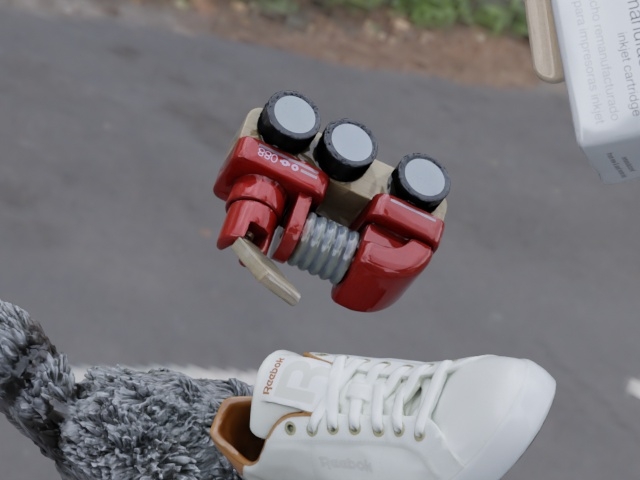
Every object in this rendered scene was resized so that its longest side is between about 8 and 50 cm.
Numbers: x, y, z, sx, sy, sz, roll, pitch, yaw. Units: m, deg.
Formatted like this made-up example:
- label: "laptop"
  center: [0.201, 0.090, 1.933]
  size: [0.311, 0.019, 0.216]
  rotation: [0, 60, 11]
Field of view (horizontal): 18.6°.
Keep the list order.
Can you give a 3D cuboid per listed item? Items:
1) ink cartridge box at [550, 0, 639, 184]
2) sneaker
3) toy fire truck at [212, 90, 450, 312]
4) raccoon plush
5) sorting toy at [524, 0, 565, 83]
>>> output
- label: "ink cartridge box"
  center: [0.301, -0.179, 1.251]
  size: [0.306, 0.226, 0.131]
  rotation: [-12, -13, 15]
- label: "sneaker"
  center: [0.025, 0.121, 1.291]
  size: [0.123, 0.290, 0.106]
  rotation: [40, 53, -20]
- label: "toy fire truck"
  center: [0.000, 0.000, 1.844]
  size: [0.217, 0.158, 0.246]
  rotation: [26, 53, -9]
- label: "raccoon plush"
  center: [-0.119, 0.135, 1.892]
  size: [0.446, 0.299, 0.216]
  rotation: [53, -22, -17]
- label: "sorting toy"
  center: [0.240, -0.252, 1.599]
  size: [0.038, 0.208, 0.193]
  rotation: [9, 64, -30]
